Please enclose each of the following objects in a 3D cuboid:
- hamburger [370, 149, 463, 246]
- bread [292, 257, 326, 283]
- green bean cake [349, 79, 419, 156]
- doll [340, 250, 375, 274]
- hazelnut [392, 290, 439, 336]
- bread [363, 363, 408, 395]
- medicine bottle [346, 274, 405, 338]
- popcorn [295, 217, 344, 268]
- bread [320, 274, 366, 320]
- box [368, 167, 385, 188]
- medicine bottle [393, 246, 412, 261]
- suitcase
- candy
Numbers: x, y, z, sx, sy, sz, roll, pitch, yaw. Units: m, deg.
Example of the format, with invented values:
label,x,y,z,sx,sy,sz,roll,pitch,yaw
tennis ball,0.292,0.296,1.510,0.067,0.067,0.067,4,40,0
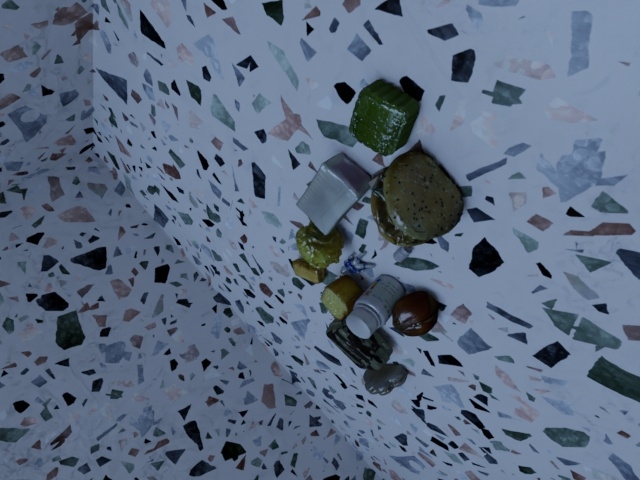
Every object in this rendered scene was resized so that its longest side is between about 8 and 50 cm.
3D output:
label,x,y,z,sx,sy,sz,roll,pitch,yaw
hamburger,0.320,-0.126,1.404,0.318,0.277,0.195,46,155,-7
bread,-0.064,0.168,2.265,0.211,0.083,0.114,17,130,36
green bean cake,0.210,-0.411,1.364,0.200,0.113,0.214,35,144,17
doll,0.166,0.121,1.996,0.114,0.057,0.227,48,137,-12
hazelnut,0.430,0.338,1.813,0.181,0.181,0.212,1,124,48
bread,0.366,0.831,2.381,0.102,0.183,0.337,46,147,-12
medicine bottle,0.256,0.308,1.874,0.170,0.293,0.170,29,141,27
popcorn,0.000,0.000,1.906,0.192,0.233,0.266,121,144,-80
bread,0.126,0.285,2.087,0.194,0.179,0.340,46,161,11
box,0.250,-0.211,1.566,0.122,0.062,0.089,52,146,-9
medicine bottle,0.354,0.054,1.726,0.052,0.052,0.089,43,146,6
suitcase,0.206,0.565,2.278,0.351,0.194,0.339,45,153,-4
candy,0.054,-0.195,1.723,0.208,0.145,0.358,46,145,4
